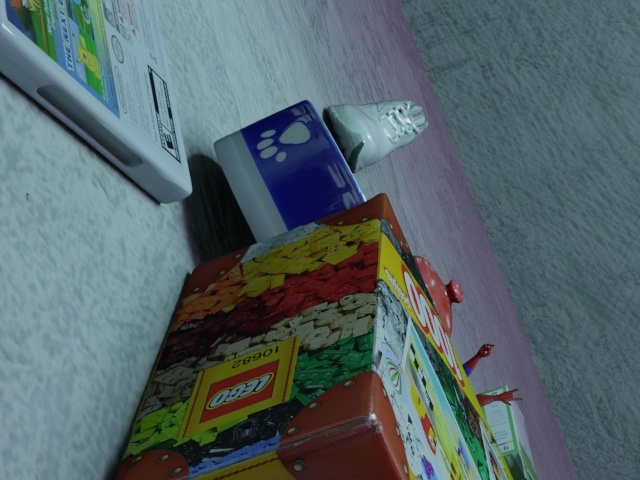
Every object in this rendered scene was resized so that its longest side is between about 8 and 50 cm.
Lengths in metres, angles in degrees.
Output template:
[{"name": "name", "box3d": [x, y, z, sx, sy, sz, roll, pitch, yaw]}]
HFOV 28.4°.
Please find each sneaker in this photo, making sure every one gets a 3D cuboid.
[{"name": "sneaker", "box3d": [0.093, -0.181, 1.972, 0.297, 0.129, 0.111, -47, 118, -74]}]

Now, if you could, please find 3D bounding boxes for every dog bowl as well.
[{"name": "dog bowl", "box3d": [0.000, 0.000, 1.237, 0.265, 0.104, 0.265, 63, 0, 0]}]

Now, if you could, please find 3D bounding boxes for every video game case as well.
[{"name": "video game case", "box3d": [-0.208, -0.227, 1.028, 0.300, 0.036, 0.329, 45, 28, -61]}]

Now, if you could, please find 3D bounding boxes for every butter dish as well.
[{"name": "butter dish", "box3d": [0.146, 0.090, 1.798, 0.160, 0.118, 0.160, -87, 153, -62]}]

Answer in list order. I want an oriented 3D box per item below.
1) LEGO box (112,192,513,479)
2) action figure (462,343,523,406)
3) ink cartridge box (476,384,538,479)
[{"name": "LEGO box", "box3d": [0.057, 0.271, 0.996, 0.372, 0.193, 0.500, -81, 148, -66]}, {"name": "action figure", "box3d": [0.221, 0.170, 1.961, 0.091, 0.139, 0.280, -69, 140, -69]}, {"name": "ink cartridge box", "box3d": [0.340, 0.377, 2.274, 0.209, 0.062, 0.109, -96, 160, -47]}]
